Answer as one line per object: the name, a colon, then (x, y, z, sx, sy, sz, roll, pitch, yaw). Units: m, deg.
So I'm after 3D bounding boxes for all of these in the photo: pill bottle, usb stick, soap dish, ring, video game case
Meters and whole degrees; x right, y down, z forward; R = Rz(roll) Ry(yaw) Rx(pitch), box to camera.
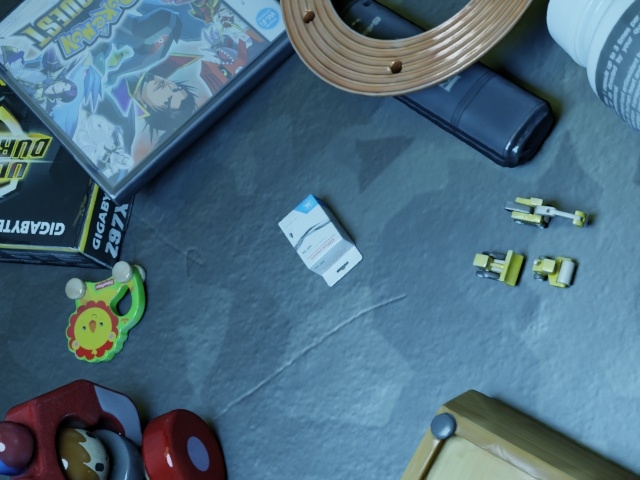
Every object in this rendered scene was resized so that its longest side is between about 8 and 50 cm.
pill bottle: (0.336, -0.148, 1.498, 0.161, 0.161, 0.283, -47, 56, 9)
usb stick: (0.115, -0.160, 1.709, 0.278, 0.045, 0.077, 36, 94, 36)
soap dish: (0.140, 0.296, 1.485, 0.229, 0.118, 0.290, 27, 87, 35)
ring: (0.101, -0.295, 1.709, 0.337, 0.032, 0.336, -14, 64, 32)
video game case: (-0.195, -0.214, 1.844, 0.275, 0.035, 0.248, -42, 74, -4)

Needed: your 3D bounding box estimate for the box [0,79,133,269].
box: (-0.347, -0.105, 1.952, 0.322, 0.079, 0.257, 4, 73, 32)

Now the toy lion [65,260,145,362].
toy lion: (-0.231, 0.081, 1.843, 0.100, 0.034, 0.096, -20, 70, 24)

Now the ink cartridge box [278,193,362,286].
ink cartridge box: (0.000, 0.000, 1.730, 0.048, 0.028, 0.083, -43, 57, 12)

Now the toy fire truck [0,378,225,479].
toy fire truck: (-0.217, 0.269, 1.628, 0.169, 0.254, 0.302, -24, 62, 22)

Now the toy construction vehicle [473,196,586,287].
toy construction vehicle: (0.194, 0.002, 1.608, 0.098, 0.035, 0.085, 15, 81, 34)
